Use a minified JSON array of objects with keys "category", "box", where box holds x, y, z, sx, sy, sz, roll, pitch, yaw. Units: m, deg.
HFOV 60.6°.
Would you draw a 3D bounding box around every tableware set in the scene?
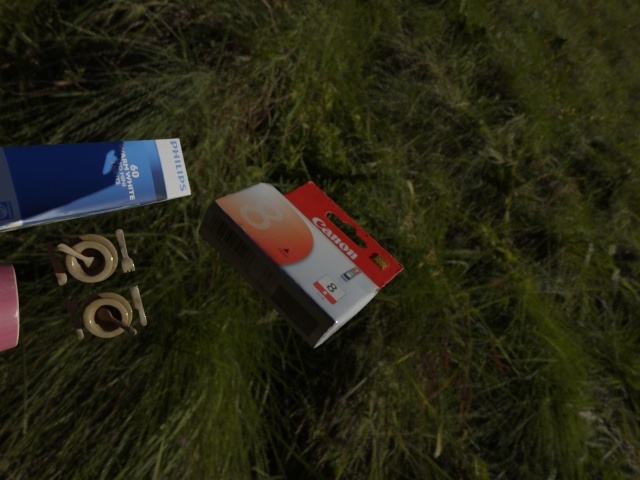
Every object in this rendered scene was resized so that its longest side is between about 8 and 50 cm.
[{"category":"tableware set","box":[-0.382,0.084,0.943,0.039,0.128,0.194,-125,-155,-70]}]

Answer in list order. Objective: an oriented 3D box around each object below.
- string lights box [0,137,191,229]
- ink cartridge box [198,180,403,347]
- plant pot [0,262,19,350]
[{"category":"string lights box","box":[-0.284,-0.061,0.604,0.259,0.133,0.077,-22,102,-59]},{"category":"ink cartridge box","box":[0.000,0.000,0.508,0.145,0.045,0.179,44,39,11]},{"category":"plant pot","box":[-0.547,0.104,0.796,0.180,0.201,0.201,-3,35,-36]}]
